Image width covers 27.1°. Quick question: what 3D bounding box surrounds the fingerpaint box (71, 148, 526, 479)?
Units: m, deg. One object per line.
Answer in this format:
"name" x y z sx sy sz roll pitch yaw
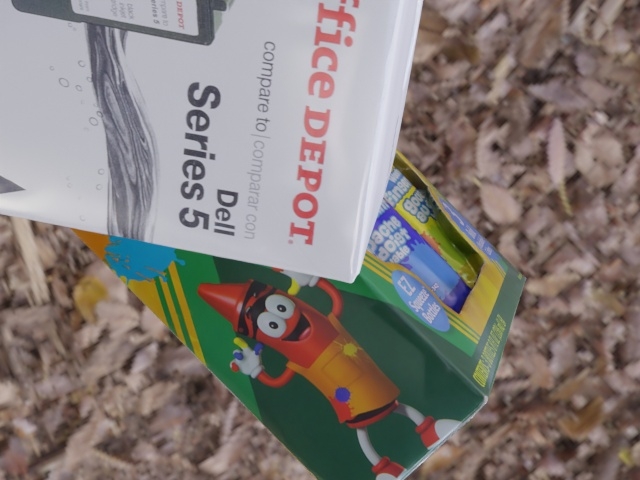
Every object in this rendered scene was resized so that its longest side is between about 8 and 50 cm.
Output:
"fingerpaint box" 0.000 0.000 1.242 0.163 0.371 0.445 -45 178 16

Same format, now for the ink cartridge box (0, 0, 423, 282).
"ink cartridge box" -0.092 -0.112 0.625 0.272 0.115 0.198 11 125 4
